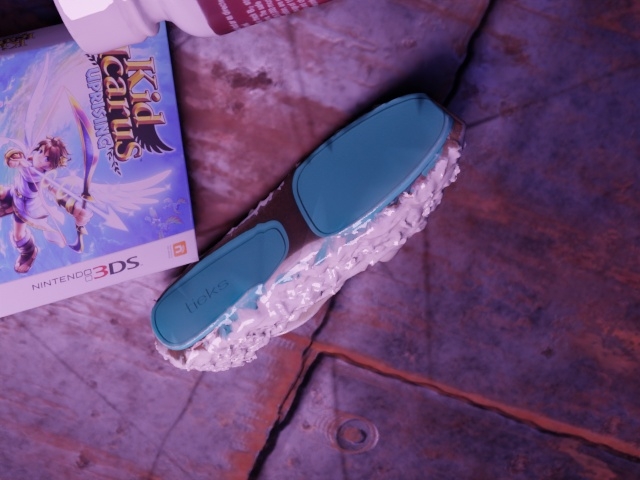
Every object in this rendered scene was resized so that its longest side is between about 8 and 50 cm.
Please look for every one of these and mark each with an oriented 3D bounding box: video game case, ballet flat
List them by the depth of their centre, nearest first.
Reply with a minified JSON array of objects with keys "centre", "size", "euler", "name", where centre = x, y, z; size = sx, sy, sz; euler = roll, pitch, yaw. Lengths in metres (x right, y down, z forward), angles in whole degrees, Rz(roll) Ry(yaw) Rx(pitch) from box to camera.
[{"centre":[-0.256,-0.075,1.636],"size":[0.244,0.061,0.270],"euler":[-17,118,-20],"name":"video game case"},{"centre":[0.000,0.000,1.712],"size":[0.409,0.147,0.147],"euler":[-36,112,18],"name":"ballet flat"}]

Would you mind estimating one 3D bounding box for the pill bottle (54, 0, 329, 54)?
[{"centre":[-0.051,-0.312,1.481],"size":[0.392,0.224,0.224],"euler":[-17,116,5],"name":"pill bottle"}]
